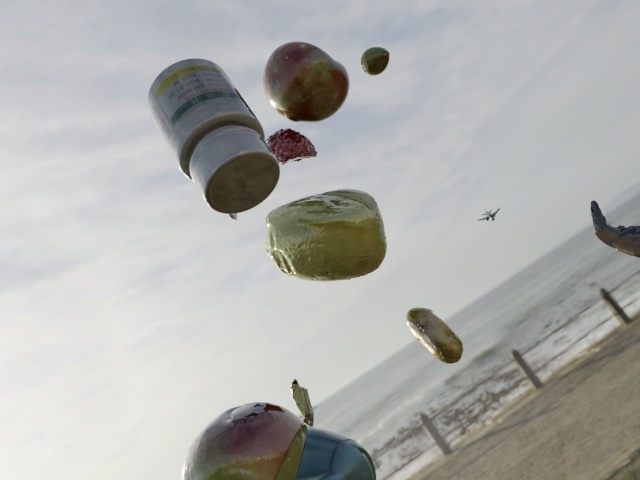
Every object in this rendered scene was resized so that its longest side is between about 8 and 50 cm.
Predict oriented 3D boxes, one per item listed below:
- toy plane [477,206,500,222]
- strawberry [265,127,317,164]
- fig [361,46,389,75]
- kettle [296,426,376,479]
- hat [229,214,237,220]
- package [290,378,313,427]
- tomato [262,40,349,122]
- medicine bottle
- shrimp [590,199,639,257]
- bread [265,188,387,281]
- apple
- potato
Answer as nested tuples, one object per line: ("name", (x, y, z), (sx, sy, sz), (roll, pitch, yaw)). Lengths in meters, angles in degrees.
("toy plane", (0.541, -0.078, 2.021), (0.079, 0.031, 0.083), (-31, 21, 9))
("strawberry", (-0.101, -0.297, 1.970), (0.190, 0.111, 0.236), (-11, 6, -15))
("fig", (0.149, -0.479, 1.679), (0.074, 0.073, 0.088), (-25, 1, -34))
("kettle", (-0.064, 0.500, 1.269), (0.342, 0.246, 0.320), (-19, -4, 32))
("hat", (-0.323, -0.188, 2.226), (0.219, 0.164, 0.226), (-68, -9, 24))
("package", (-0.047, 0.448, 1.739), (0.031, 0.120, 0.108), (-21, -29, 6))
("tomato", (-0.051, -0.475, 1.969), (0.222, 0.270, 0.270), (-65, -13, -2))
("medicine bottle", (-0.239, -0.235, 1.428), (0.208, 0.339, 0.208), (-23, -35, -17))
("shrimp", (0.641, -0.074, 1.233), (0.262, 0.198, 0.051), (-47, -44, -17))
("bread", (0.018, 0.000, 1.676), (0.321, 0.237, 0.320), (-12, 11, 2))
("apple", (-0.115, 0.341, 0.974), (0.207, 0.174, 0.188), (-50, 9, 24))
("potato", (0.279, 0.231, 1.566), (0.080, 0.170, 0.107), (-40, -27, -6))
